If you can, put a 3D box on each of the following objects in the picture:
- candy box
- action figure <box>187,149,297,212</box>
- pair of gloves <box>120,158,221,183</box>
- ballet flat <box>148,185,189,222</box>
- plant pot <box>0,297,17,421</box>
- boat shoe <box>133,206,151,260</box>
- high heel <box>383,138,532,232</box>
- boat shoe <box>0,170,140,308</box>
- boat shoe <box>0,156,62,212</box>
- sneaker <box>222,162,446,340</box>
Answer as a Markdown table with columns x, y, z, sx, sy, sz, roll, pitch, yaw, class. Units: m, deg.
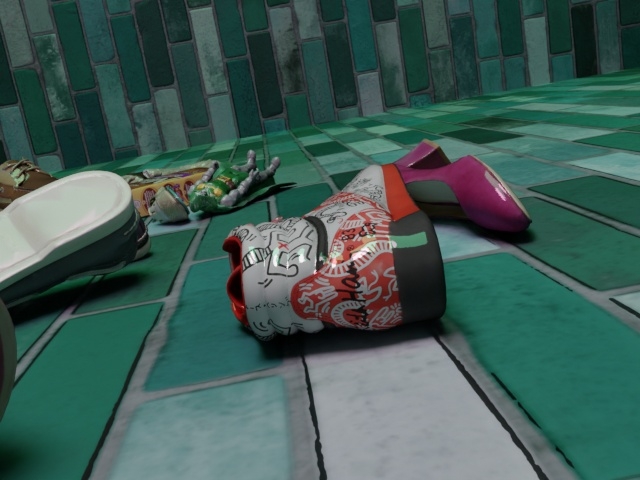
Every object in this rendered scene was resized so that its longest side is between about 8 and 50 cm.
| x | y | z | sx | sy | sz | roll | pitch | yaw | class |
| --- | --- | --- | --- | --- | --- | --- | --- | --- | --- |
| -0.264 | -0.085 | 1.172 | 0.186 | 0.053 | 0.109 | -20 | 17 | -32 | candy box |
| -0.140 | -0.090 | 1.066 | 0.137 | 0.064 | 0.232 | 14 | 25 | 16 | action figure |
| -0.336 | -0.150 | 1.524 | 0.240 | 0.042 | 0.204 | 4 | 18 | 43 | pair of gloves |
| -0.233 | -0.048 | 1.023 | 0.052 | 0.057 | 0.168 | -41 | 15 | -7 | ballet flat |
| -0.262 | 0.052 | 0.326 | 0.180 | 0.201 | 0.201 | 13 | 21 | 21 | plant pot |
| -0.303 | -0.002 | 0.775 | 0.206 | 0.065 | 0.075 | -10 | 38 | -9 | boat shoe |
| 0.113 | -0.035 | 0.688 | 0.117 | 0.082 | 0.244 | -42 | 30 | 2 | high heel |
| -0.318 | 0.042 | 0.636 | 0.319 | 0.099 | 0.116 | -28 | 55 | -22 | boat shoe |
| -0.632 | -0.111 | 1.409 | 0.324 | 0.117 | 0.123 | -3 | 15 | 27 | boat shoe |
| 0.000 | -0.001 | 0.535 | 0.144 | 0.090 | 0.270 | -8 | 16 | -1 | sneaker |
